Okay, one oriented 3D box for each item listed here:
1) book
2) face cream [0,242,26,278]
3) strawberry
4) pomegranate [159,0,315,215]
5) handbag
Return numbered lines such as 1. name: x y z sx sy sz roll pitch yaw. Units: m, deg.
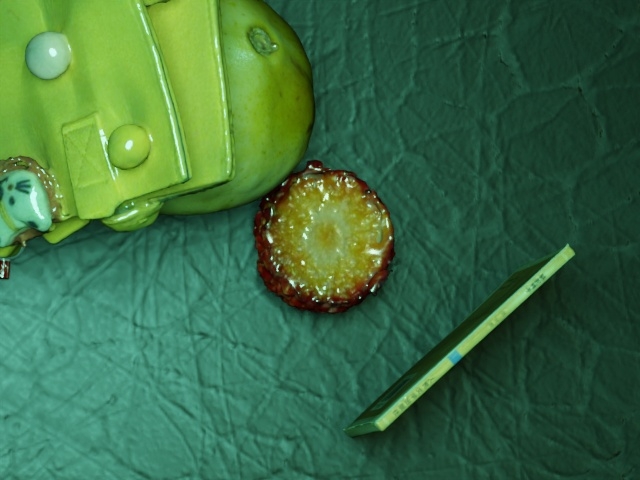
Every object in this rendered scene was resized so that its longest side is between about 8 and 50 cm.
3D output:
1. book: 0.126 0.097 1.757 0.241 0.170 0.018 -41 90 -11
2. face cream: -0.293 -0.006 1.763 0.040 0.021 0.083 4 84 -10
3. strawberry: 0.000 0.000 1.785 0.145 0.086 0.145 1 86 -11
4. pomegranate: -0.111 -0.130 1.709 0.233 0.233 0.233 1 84 -11
5. handbag: -0.253 -0.130 1.610 0.133 0.401 0.283 -11 88 -52
